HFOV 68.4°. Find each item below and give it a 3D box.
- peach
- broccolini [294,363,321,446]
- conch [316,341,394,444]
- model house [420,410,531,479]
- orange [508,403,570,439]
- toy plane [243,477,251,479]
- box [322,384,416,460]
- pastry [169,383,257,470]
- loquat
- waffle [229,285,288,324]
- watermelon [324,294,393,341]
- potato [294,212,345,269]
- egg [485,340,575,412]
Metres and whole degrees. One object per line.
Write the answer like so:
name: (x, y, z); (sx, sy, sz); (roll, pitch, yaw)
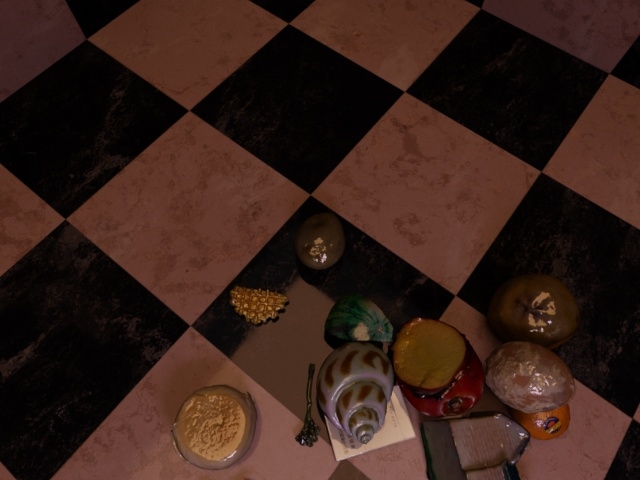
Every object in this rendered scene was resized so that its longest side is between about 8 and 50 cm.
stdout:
peach: (0.360, 0.403, 1.476); (0.257, 0.201, 0.362); (-29, 28, -2)
broccolini: (-0.033, 0.522, 1.507); (0.071, 0.057, 0.255); (22, 62, -38)
conch: (0.113, 0.438, 1.392); (0.249, 0.197, 0.368); (-7, 49, -5)
model house: (0.480, 0.654, 1.360); (0.284, 0.243, 0.299); (-5, 69, -12)
orange: (0.673, 0.523, 1.454); (0.177, 0.155, 0.178); (-5, 59, 8)
toy plane: (-0.270, 0.763, 1.396); (0.188, 0.062, 0.135); (13, 65, 20)
box: (0.148, 0.570, 1.477); (0.256, 0.069, 0.164); (-14, 66, -6)
pastry: (-0.320, 0.564, 1.438); (0.264, 0.133, 0.265); (0, 64, -1)
loquat: (0.676, 0.231, 1.518); (0.275, 0.284, 0.276); (-8, 69, 22)
waffle: (-0.223, 0.206, 1.652); (0.192, 0.046, 0.160); (39, 73, 16)
watermelon: (0.110, 0.270, 1.543); (0.146, 0.128, 0.231); (-24, 24, -38)
potato: (0.000, 0.000, 1.694); (0.177, 0.160, 0.235); (32, 57, -9)
egg: (0.598, 0.390, 1.356); (0.245, 0.203, 0.203); (7, 60, 41)
